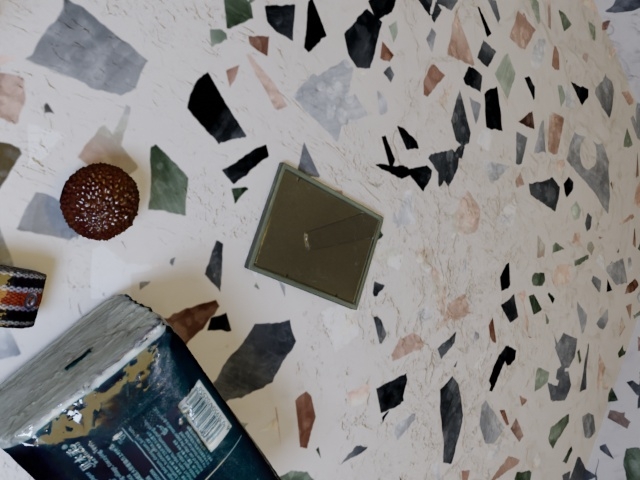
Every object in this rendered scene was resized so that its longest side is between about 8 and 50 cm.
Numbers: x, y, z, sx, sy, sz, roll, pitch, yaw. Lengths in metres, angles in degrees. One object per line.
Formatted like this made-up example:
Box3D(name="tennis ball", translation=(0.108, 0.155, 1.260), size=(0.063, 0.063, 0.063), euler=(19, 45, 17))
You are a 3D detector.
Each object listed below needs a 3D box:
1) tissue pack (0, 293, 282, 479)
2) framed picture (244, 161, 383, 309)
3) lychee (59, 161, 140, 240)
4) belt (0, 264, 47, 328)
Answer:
Box3D(name="tissue pack", translation=(-0.270, 0.330, 0.859), size=(0.264, 0.253, 0.416), euler=(-42, 117, -28))
Box3D(name="framed picture", translation=(0.000, 0.000, 1.204), size=(0.324, 0.020, 0.240), euler=(24, 78, -37))
Box3D(name="lychee", translation=(-0.348, -0.057, 0.864), size=(0.123, 0.123, 0.129), euler=(9, 51, -38))
Box3D(name="belt", translation=(-0.551, 0.057, 0.705), size=(0.360, 0.126, 0.094), euler=(13, 77, -41))
